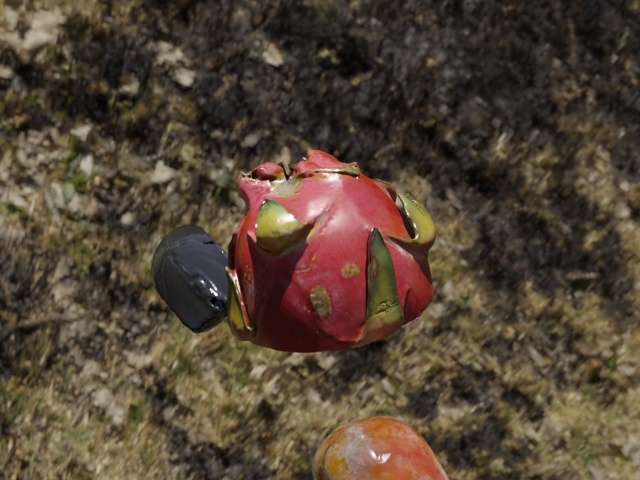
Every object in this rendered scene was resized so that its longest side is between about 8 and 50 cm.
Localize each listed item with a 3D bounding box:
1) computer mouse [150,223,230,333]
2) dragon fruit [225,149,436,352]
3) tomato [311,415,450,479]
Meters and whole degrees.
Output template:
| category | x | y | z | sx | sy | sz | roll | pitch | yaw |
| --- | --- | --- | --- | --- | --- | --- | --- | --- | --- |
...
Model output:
| category | x | y | z | sx | sy | sz | roll | pitch | yaw |
| --- | --- | --- | --- | --- | --- | --- | --- | --- | --- |
| computer mouse | -0.195 | 0.046 | 1.696 | 0.217 | 0.122 | 0.073 | 44 | 5 | 41 |
| dragon fruit | 0.000 | 0.000 | 1.545 | 0.305 | 0.305 | 0.226 | -24 | 110 | -34 |
| tomato | 0.072 | 0.311 | 1.416 | 0.180 | 0.155 | 0.214 | -28 | 43 | -9 |
